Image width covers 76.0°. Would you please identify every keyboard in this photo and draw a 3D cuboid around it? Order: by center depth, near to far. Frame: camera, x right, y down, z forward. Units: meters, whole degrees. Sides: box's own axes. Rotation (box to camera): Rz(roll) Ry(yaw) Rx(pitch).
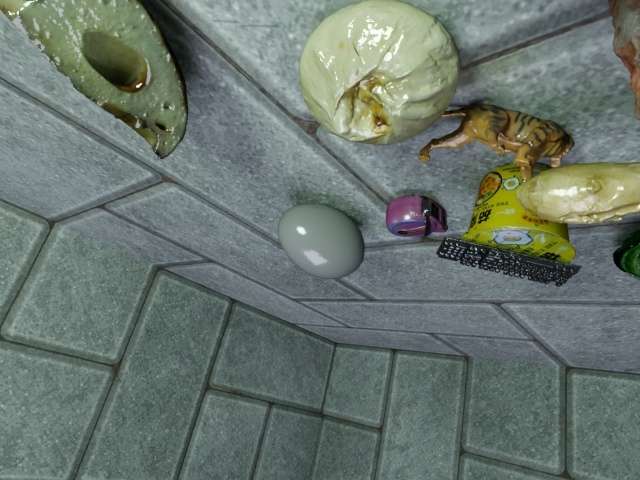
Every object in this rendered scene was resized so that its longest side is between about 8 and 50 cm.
[{"bbox_3d":[0.325,0.038,0.723,0.230,0.023,0.072,13,156,7],"label":"keyboard"}]

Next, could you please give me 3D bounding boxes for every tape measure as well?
[{"bbox_3d":[0.206,-0.051,0.902,0.118,0.074,0.125,-8,155,32],"label":"tape measure"}]

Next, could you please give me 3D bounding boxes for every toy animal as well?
[{"bbox_3d":[0.242,-0.162,0.602,0.255,0.116,0.114,24,166,10],"label":"toy animal"}]

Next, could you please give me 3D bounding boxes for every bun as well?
[{"bbox_3d":[0.069,-0.199,0.545,0.222,0.128,0.222,15,160,5],"label":"bun"}]

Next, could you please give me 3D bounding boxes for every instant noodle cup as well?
[{"bbox_3d":[0.353,-0.043,0.733,0.182,0.144,0.182,13,159,5],"label":"instant noodle cup"}]

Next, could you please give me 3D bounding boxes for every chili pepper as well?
[{"bbox_3d":[0.663,0.027,0.824,0.122,0.065,0.279,2,152,37],"label":"chili pepper"}]

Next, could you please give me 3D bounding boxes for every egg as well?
[{"bbox_3d":[0.000,0.000,1.008,0.231,0.176,0.176,25,156,-28],"label":"egg"}]

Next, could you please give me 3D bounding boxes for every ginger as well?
[{"bbox_3d":[0.487,-0.072,0.461,0.362,0.122,0.348,7,175,-19],"label":"ginger"}]

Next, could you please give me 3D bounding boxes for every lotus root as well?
[{"bbox_3d":[-0.305,-0.279,0.590,0.210,0.142,0.314,47,174,22],"label":"lotus root"}]

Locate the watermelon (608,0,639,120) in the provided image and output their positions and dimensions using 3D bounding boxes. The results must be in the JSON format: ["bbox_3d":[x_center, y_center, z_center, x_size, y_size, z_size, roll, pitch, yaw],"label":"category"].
[{"bbox_3d":[0.336,-0.161,0.305,0.139,0.257,0.192,30,160,-34],"label":"watermelon"}]
